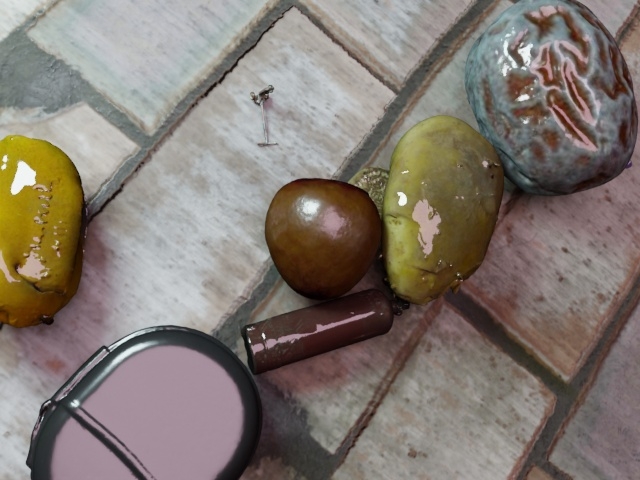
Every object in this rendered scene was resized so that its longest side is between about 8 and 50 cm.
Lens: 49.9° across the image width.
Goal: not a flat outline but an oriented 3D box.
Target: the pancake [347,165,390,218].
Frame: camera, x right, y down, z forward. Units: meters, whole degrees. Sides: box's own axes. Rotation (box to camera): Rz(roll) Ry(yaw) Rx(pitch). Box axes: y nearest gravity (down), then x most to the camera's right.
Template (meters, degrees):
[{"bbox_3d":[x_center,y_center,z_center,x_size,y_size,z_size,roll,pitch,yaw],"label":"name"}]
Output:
[{"bbox_3d":[0.093,-0.065,1.077,0.114,0.011,0.115,3,78,-14],"label":"pancake"}]

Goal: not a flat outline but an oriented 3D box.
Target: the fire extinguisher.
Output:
[{"bbox_3d":[0.018,0.114,0.996,0.267,0.072,0.089,-15,46,-17],"label":"fire extinguisher"}]

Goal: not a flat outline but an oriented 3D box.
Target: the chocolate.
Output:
[{"bbox_3d":[0.000,0.000,0.964,0.176,0.177,0.177,3,78,-14],"label":"chocolate"}]

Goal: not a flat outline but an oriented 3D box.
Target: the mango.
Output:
[{"bbox_3d":[-0.379,-0.013,0.872,0.151,0.156,0.249,-7,78,21],"label":"mango"}]

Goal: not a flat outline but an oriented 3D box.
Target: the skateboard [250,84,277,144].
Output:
[{"bbox_3d":[-0.080,-0.187,1.035,0.032,0.064,0.083,-8,92,-24],"label":"skateboard"}]

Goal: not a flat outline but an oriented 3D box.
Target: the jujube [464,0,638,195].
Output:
[{"bbox_3d":[0.363,-0.218,1.073,0.246,0.215,0.308,-34,91,-19],"label":"jujube"}]

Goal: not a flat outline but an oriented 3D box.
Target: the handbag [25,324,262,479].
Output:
[{"bbox_3d":[-0.221,0.253,0.888,0.254,0.093,0.308,45,72,-4],"label":"handbag"}]

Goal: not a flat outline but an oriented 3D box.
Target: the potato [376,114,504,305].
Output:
[{"bbox_3d":[0.178,-0.045,1.022,0.191,0.141,0.296,28,72,-23],"label":"potato"}]

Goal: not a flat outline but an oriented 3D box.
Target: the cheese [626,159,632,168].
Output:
[{"bbox_3d":[0.483,-0.213,1.195,0.105,0.042,0.191,-9,84,-15],"label":"cheese"}]
